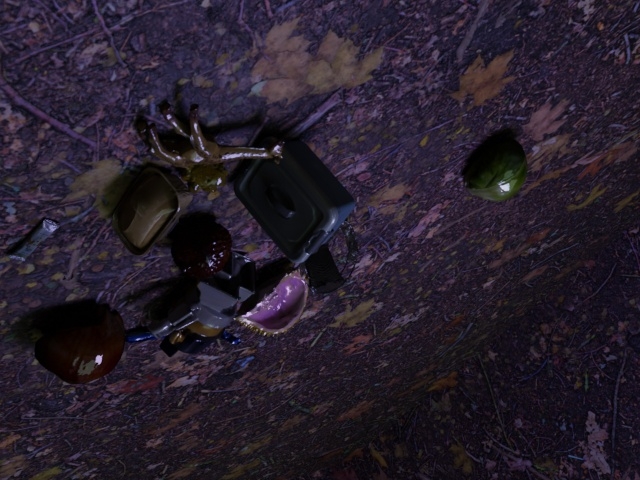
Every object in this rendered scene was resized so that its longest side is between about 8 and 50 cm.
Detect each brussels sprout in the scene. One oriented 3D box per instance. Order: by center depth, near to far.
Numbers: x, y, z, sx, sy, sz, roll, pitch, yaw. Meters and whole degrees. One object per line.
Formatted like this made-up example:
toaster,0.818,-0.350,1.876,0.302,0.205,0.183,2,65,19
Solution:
brussels sprout,0.453,-0.175,1.879,0.131,0.145,0.183,22,122,-26

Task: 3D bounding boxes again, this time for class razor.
razor,-0.355,0.235,1.877,0.324,0.093,0.056,6,96,-45

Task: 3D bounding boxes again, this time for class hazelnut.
hazelnut,-0.518,0.228,1.601,0.170,0.160,0.202,-21,-167,9

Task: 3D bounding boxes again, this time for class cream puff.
cream puff,-0.219,-0.125,1.373,0.083,0.083,0.058,-41,-166,-3

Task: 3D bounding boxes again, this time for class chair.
chair,0.000,0.000,1.642,0.174,0.213,0.149,-6,151,-41

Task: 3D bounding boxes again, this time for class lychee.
lychee,-0.244,0.019,1.528,0.129,0.123,0.123,-26,155,-28

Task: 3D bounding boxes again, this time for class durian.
durian,-0.123,0.159,1.850,0.165,0.182,0.132,13,151,8

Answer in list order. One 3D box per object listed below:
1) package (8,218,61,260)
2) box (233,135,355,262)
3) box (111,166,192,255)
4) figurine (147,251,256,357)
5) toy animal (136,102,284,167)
package,-0.520,0.000,1.327,0.110,0.015,0.037,-40,147,16
box,-0.052,-0.085,1.435,0.130,0.227,0.162,-23,158,-52
box,-0.314,-0.053,1.348,0.111,0.111,0.177,2,139,-47
figurine,-0.277,0.164,1.722,0.308,0.143,0.308,-24,150,-15
toy animal,-0.192,-0.169,1.289,0.275,0.054,0.149,19,131,-42
